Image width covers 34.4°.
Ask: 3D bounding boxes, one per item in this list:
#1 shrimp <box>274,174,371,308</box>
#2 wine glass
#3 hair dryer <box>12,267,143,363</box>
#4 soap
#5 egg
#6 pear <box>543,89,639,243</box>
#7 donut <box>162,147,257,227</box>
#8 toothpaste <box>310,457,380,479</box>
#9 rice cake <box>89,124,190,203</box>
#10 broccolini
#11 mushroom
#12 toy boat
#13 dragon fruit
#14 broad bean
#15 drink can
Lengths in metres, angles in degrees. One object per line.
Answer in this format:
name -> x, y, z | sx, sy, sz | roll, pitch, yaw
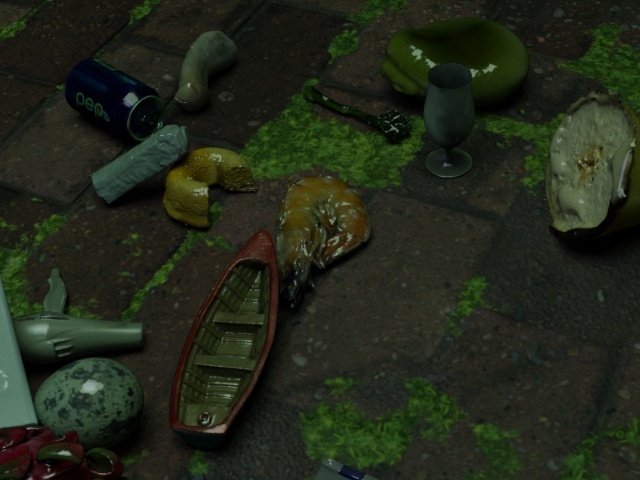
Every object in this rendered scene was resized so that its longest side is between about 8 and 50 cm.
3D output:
shrimp -> 0.000, 0.000, 1.751 | 0.164, 0.062, 0.317 | 6, 45, 4
wine glass -> 0.229, -0.215, 1.844 | 0.093, 0.202, 0.093 | -2, 43, 2
hair dryer -> -0.379, 0.127, 1.664 | 0.219, 0.088, 0.225 | 11, 31, 7
soap -> -0.513, 0.177, 1.478 | 0.159, 0.087, 0.265 | -7, 57, -27
egg -> -0.337, 0.237, 1.488 | 0.172, 0.132, 0.132 | -14, 42, 16
pear -> 0.508, -0.111, 1.738 | 0.178, 0.267, 0.267 | 11, 41, -17
donut -> -0.211, -0.108, 1.873 | 0.146, 0.078, 0.181 | 29, 51, 29
toothpaste -> -0.020, 0.392, 1.357 | 0.096, 0.061, 0.266 | 19, 42, 25
rice cake -> -0.326, -0.138, 1.868 | 0.206, 0.063, 0.069 | -31, 20, 15
broccolini -> 0.068, -0.260, 2.018 | 0.254, 0.058, 0.071 | 29, 11, 27
mushroom -> -0.244, -0.350, 2.122 | 0.081, 0.092, 0.223 | -33, 23, 38
toy boat -> -0.131, 0.146, 1.597 | 0.136, 0.079, 0.392 | 4, 46, 13
dragon fruit -> -0.368, 0.328, 1.361 | 0.272, 0.218, 0.198 | -19, 77, -19
broad bean -> 0.267, -0.356, 2.047 | 0.291, 0.119, 0.238 | 4, 45, 9
drink can -> -0.404, -0.275, 2.035 | 0.205, 0.118, 0.118 | 31, 55, 33
